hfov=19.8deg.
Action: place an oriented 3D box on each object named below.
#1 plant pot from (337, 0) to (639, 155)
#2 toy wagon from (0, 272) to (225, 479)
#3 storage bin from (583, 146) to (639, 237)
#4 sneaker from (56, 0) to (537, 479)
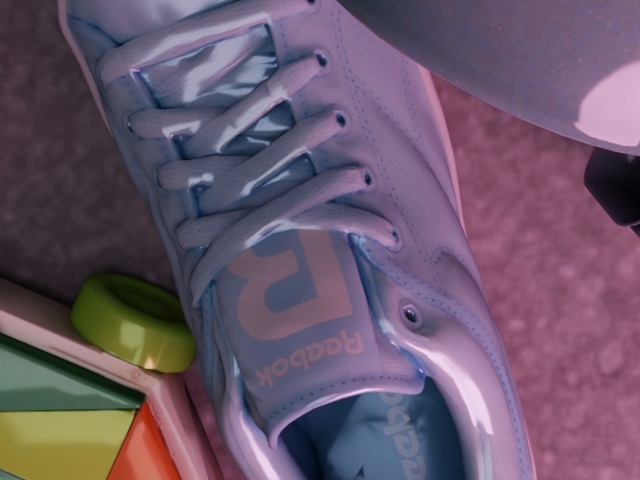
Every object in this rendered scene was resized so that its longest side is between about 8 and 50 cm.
[{"bbox_3d":[0.118,-0.178,0.612,0.272,0.271,0.255,25,117,-5],"label":"plant pot"},{"bbox_3d":[-0.215,0.105,0.774,0.344,0.068,0.267,23,103,-5],"label":"toy wagon"},{"bbox_3d":[0.189,-0.038,0.724,0.091,0.098,0.135,36,102,-18],"label":"storage bin"},{"bbox_3d":[0.000,0.000,0.702,0.135,0.150,0.366,-26,102,6],"label":"sneaker"}]
